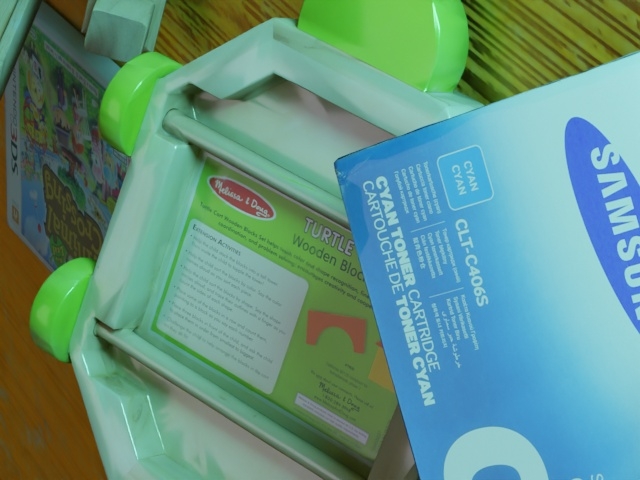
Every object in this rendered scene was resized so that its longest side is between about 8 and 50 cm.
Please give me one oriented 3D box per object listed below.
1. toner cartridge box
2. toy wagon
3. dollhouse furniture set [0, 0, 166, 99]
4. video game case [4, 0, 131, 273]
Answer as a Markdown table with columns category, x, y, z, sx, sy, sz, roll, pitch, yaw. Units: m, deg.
| category | x | y | z | sx | sy | sz | roll | pitch | yaw |
| --- | --- | --- | --- | --- | --- | --- | --- | --- | --- |
| toner cartridge box | 0.130 | 0.109 | 0.804 | 0.165 | 0.075 | 0.348 | -18 | 86 | 38 |
| toy wagon | 0.000 | 0.000 | 0.977 | 0.267 | 0.068 | 0.344 | 29 | 108 | 29 |
| dollhouse furniture set | -0.210 | -0.271 | 1.157 | 0.174 | 0.303 | 0.355 | -78 | 5 | -47 |
| video game case | -0.169 | -0.050 | 1.383 | 0.212 | 0.023 | 0.193 | 41 | 136 | 47 |
